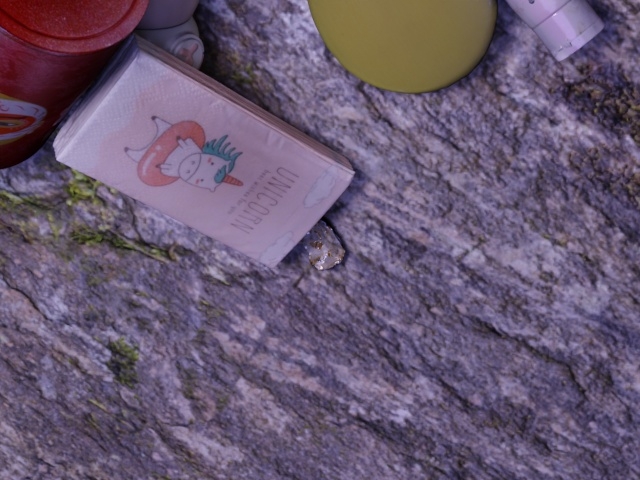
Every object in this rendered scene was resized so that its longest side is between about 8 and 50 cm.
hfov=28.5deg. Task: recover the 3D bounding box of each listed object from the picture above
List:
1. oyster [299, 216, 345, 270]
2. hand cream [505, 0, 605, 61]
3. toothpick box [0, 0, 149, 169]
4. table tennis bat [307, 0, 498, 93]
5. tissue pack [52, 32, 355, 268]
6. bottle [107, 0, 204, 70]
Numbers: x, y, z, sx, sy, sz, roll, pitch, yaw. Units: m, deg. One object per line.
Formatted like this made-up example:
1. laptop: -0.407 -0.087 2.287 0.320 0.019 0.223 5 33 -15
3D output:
1. oyster: -0.002 -0.003 1.593 0.054 0.019 0.083 -24 109 17
2. hand cream: 0.195 -0.341 1.417 0.111 0.070 0.312 -36 95 21
3. toothpick box: -0.333 -0.224 1.362 0.204 0.204 0.333 43 148 -10
4. table tennis bat: 0.058 -0.333 1.427 0.224 0.054 0.369 -23 107 31
5. tissue pack: -0.131 -0.095 1.473 0.325 0.071 0.170 29 113 -33
6. bottle: -0.197 -0.283 1.442 0.147 0.147 0.237 5 120 5
